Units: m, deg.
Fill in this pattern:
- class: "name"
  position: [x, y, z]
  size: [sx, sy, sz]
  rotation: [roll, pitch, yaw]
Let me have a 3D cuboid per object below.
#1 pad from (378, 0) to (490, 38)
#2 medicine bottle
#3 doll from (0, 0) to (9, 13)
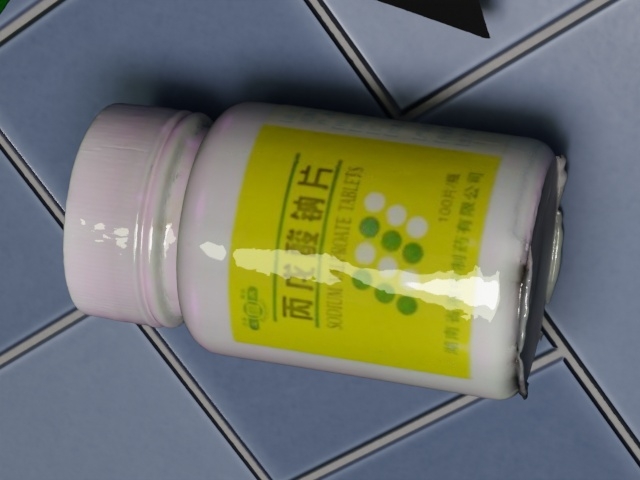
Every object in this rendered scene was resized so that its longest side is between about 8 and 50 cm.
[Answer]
- class: "pad"
  position: [0.037, -0.241, 1.396]
  size: [0.159, 0.009, 0.265]
  rotation: [24, 164, 24]
- class: "medicine bottle"
  position: [0.000, 0.000, 1.529]
  size: [0.379, 0.213, 0.213]
  rotation: [8, 118, 14]
- class: "doll"
  position: [-0.364, -0.207, 1.605]
  size: [0.134, 0.106, 0.186]
  rotation: [40, 139, -20]
